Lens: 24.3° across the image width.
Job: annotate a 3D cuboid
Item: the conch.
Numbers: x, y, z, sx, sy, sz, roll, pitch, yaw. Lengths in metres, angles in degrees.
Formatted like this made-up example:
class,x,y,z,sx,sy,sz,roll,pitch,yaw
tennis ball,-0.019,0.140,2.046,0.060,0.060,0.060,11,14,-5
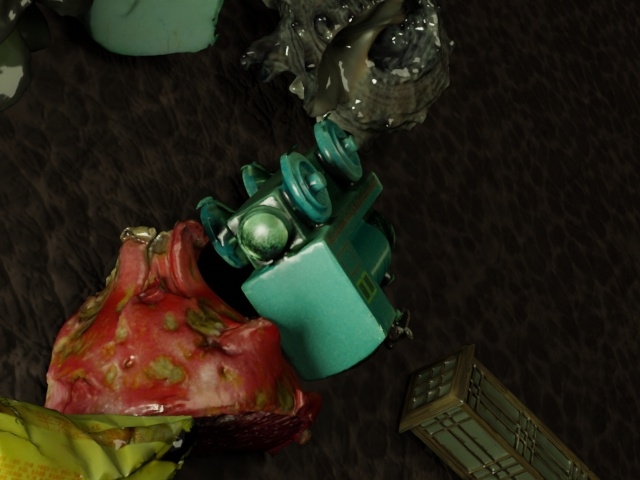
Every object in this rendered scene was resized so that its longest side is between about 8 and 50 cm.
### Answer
class,x,y,z,sx,sy,sz,roll,pitch,yaw
conch,0.033,-0.212,1.614,0.313,0.186,0.241,-11,100,-66

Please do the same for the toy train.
class,x,y,z,sx,sy,sz,roll,pitch,yaw
toy train,0.000,0.000,1.403,0.194,0.120,0.298,57,18,-7

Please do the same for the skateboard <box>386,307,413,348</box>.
class,x,y,z,sx,sy,sz,roll,pitch,yaw
skateboard,0.065,0.065,1.560,0.083,0.032,0.064,50,25,-17

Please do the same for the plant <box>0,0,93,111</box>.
class,x,y,z,sx,sy,sz,roll,pitch,yaw
plant,-0.314,-0.234,1.159,0.199,0.188,0.276,-84,151,-49

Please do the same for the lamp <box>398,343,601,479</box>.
class,x,y,z,sx,sy,sz,roll,pitch,yaw
lamp,0.222,0.250,1.567,0.325,0.089,0.090,43,37,-22

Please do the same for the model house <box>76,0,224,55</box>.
class,x,y,z,sx,sy,sz,roll,pitch,yaw
model house,-0.183,-0.265,1.435,0.148,0.119,0.149,-9,46,-30

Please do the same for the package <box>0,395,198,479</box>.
class,x,y,z,sx,sy,sz,roll,pitch,yaw
package,-0.200,0.179,1.047,0.226,0.168,0.090,20,10,-46

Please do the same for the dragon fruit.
class,x,y,z,sx,sy,sz,roll,pitch,yaw
dragon fruit,-0.113,0.079,1.232,0.262,0.134,0.212,2,59,-51
